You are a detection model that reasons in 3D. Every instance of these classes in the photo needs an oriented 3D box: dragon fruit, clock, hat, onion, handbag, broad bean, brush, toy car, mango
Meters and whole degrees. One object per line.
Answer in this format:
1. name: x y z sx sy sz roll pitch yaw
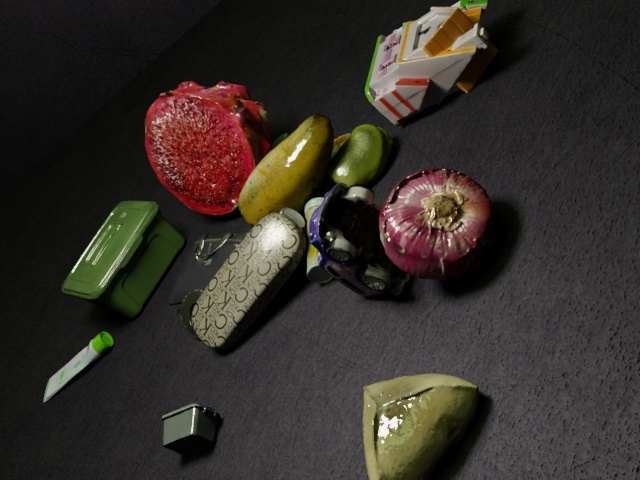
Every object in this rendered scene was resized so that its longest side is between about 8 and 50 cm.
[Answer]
1. dragon fruit: -0.279 -0.273 2.315 0.386 0.371 0.249 -30 11 40
2. clock: 0.278 -0.439 2.005 0.309 0.166 0.235 -27 36 41
3. hat: -0.289 0.179 2.071 0.121 0.050 0.121 -5 83 39
4. onion: 0.222 -0.018 1.627 0.229 0.163 0.230 1 58 -2
5. handbag: -0.271 0.066 2.156 0.254 0.088 0.211 -8 54 44
6. broad bean: 0.099 -0.197 2.013 0.124 0.082 0.175 22 78 24
7. brush: -0.160 -0.231 2.419 0.196 0.021 0.070 -41 34 13
8. toy car: 0.069 0.006 1.703 0.158 0.235 0.172 -25 35 50
9. mango: -0.070 -0.154 2.045 0.329 0.175 0.177 -39 63 34

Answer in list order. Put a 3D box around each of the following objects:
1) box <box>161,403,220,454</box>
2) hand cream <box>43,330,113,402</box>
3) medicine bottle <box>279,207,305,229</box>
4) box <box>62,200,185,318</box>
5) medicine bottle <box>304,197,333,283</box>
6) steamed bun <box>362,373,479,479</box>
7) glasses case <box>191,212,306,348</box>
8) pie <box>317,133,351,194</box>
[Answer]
1. box: -0.278 0.403 1.801 0.122 0.084 0.069 -27 44 30
2. hand cream: -0.684 0.350 2.374 0.275 0.050 0.079 -39 5 20
3. medicine bottle: -0.097 -0.010 2.010 0.130 0.080 0.080 -51 27 31
4. box: -0.549 0.057 2.412 0.252 0.177 0.329 4 60 53
5. medicine bottle: 0.000 0.000 1.931 0.074 0.074 0.218 -29 38 25
6. steamed bun: 0.136 0.309 1.399 0.231 0.110 0.213 -18 42 41
7. glasses case: -0.167 0.094 1.943 0.137 0.085 0.355 45 104 28
8. pie: 0.041 -0.192 2.119 0.186 0.041 0.187 -29 37 24
